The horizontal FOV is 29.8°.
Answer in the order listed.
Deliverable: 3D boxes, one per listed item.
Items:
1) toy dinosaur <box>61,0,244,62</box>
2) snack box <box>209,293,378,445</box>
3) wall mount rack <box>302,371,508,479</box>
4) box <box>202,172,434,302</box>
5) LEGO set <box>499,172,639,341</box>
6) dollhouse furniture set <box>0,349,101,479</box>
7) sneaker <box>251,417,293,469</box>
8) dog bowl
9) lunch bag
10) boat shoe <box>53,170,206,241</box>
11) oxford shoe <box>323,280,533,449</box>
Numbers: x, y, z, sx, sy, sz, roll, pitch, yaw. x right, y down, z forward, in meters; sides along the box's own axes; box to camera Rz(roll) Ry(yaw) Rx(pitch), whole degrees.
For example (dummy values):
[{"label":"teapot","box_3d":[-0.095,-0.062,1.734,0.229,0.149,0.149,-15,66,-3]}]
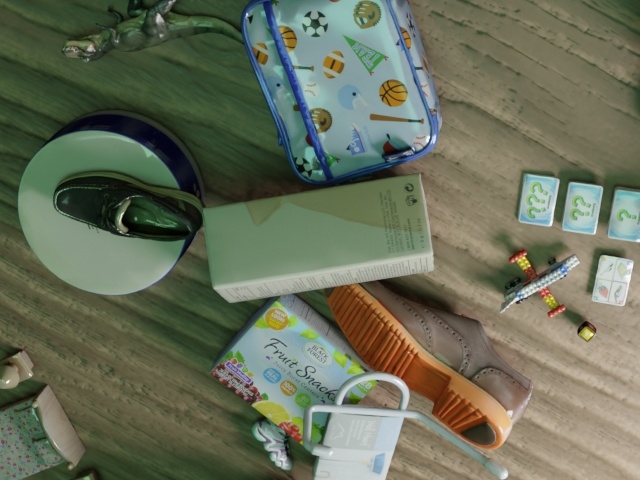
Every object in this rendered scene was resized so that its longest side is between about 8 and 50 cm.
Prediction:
[{"label":"toy dinosaur","box_3d":[-0.240,-0.322,1.709,0.268,0.064,0.118,-5,117,8]},{"label":"snack box","box_3d":[-0.038,0.199,1.877,0.207,0.070,0.174,39,112,-10]},{"label":"wall mount rack","box_3d":[0.108,0.363,1.850,0.304,0.130,0.350,6,132,-7]},{"label":"box","box_3d":[0.000,0.000,1.713,0.311,0.148,0.121,-9,78,3]},{"label":"LEGO set","box_3d":[0.368,0.034,1.760,0.182,0.060,0.244,10,113,9]},{"label":"dollhouse furniture set","box_3d":[-0.583,0.351,1.965,0.303,0.174,0.355,-22,107,16]},{"label":"sneaker","box_3d":[-0.058,0.323,1.946,0.069,0.038,0.098,-34,104,20]},{"label":"dog bowl","box_3d":[-0.312,-0.056,1.798,0.265,0.104,0.265,3,112,7]},{"label":"lunch bag","box_3d":[0.028,-0.224,1.678,0.243,0.115,0.303,-14,108,16]},{"label":"boat shoe","box_3d":[-0.275,-0.045,1.699,0.223,0.073,0.080,10,110,3]},{"label":"oxford shoe","box_3d":[0.159,0.152,1.818,0.364,0.133,0.130,42,148,5]}]
